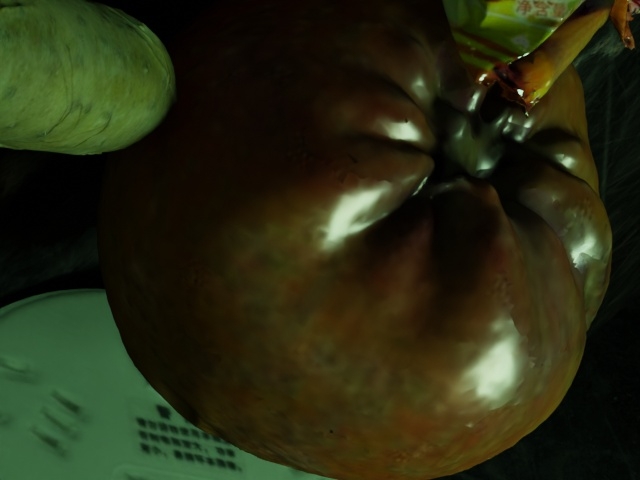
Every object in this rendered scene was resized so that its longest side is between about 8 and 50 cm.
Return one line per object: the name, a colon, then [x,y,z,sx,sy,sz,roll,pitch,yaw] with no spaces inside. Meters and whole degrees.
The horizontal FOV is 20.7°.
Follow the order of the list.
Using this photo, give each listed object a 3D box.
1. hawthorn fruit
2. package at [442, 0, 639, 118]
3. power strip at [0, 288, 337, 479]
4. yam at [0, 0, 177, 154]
hawthorn fruit: [0.000,0.000,0.934,0.298,0.277,0.277,-28,179,42]
package: [0.118,-0.214,0.840,0.223,0.108,0.288,-30,125,-55]
power strip: [-0.104,0.208,1.016,0.357,0.357,0.161,-24,157,-53]
yam: [-0.159,-0.072,0.642,0.083,0.083,0.371,-48,166,14]
